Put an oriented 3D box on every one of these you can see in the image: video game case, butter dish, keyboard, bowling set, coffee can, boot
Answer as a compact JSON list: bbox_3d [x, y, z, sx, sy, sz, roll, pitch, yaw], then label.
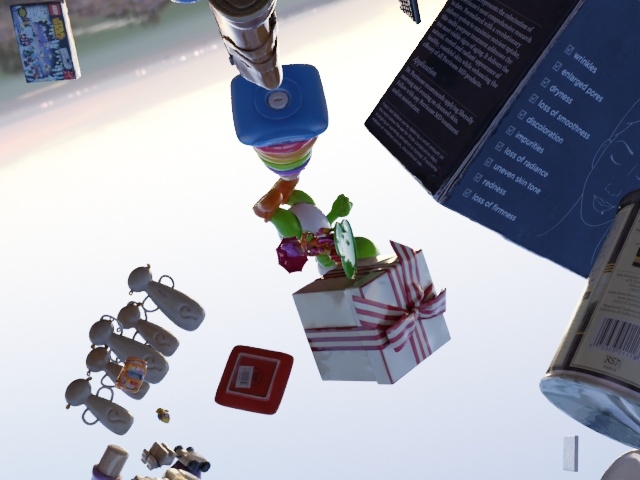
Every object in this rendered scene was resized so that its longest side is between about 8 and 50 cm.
[{"bbox_3d":[0.621,0.528,2.193,0.011,0.087,0.122,4,168,3],"label":"video game case"},{"bbox_3d":[-0.147,0.343,2.072,0.159,0.118,0.160,9,-122,15],"label":"butter dish"},{"bbox_3d":[0.148,-0.498,1.643,0.023,0.180,0.108,-22,-134,-3],"label":"keyboard"},{"bbox_3d":[-0.351,0.199,1.581,0.287,0.154,0.200,-57,-169,-20],"label":"bowling set"},{"bbox_3d":[0.419,0.102,1.101,0.201,0.201,0.275,2,-122,58],"label":"coffee can"},{"bbox_3d":[-0.102,-0.294,1.209,0.109,0.220,0.283,-22,-138,-9],"label":"boot"}]

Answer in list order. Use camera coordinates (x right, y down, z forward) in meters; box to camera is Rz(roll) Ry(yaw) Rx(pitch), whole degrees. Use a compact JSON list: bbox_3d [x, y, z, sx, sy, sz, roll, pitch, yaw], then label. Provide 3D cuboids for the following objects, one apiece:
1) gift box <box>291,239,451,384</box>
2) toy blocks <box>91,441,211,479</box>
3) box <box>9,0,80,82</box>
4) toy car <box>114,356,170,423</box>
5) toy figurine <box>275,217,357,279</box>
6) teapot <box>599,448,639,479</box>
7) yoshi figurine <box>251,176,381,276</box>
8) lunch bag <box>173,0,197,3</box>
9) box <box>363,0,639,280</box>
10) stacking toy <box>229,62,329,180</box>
[{"bbox_3d":[0.111,0.153,1.934,0.258,0.277,0.255,-7,-159,45],"label":"gift box"},{"bbox_3d":[-0.279,0.533,1.519,0.309,0.260,0.288,28,-177,42],"label":"toy blocks"},{"bbox_3d":[-0.480,-0.347,1.543,0.093,0.137,0.027,-4,-156,6],"label":"box"},{"bbox_3d":[-0.261,0.233,1.357,0.060,0.122,0.040,-47,-152,3],"label":"toy car"},{"bbox_3d":[-0.020,0.021,1.844,0.159,0.130,0.173,-7,163,14],"label":"toy figurine"},{"bbox_3d":[0.646,0.532,1.688,0.256,0.187,0.253,-60,-176,47],"label":"teapot"},{"bbox_3d":[0.019,-0.016,2.185,0.203,0.362,0.203,-45,-172,1],"label":"yoshi figurine"},{"bbox_3d":[-0.124,-0.330,0.765,0.176,0.219,0.090,-36,-147,-16],"label":"lunch bag"},{"bbox_3d":[0.423,-0.243,1.543,0.472,0.479,0.297,-54,-141,16],"label":"box"},{"bbox_3d":[-0.072,-0.193,1.726,0.175,0.166,0.302,-9,156,-2],"label":"stacking toy"}]
